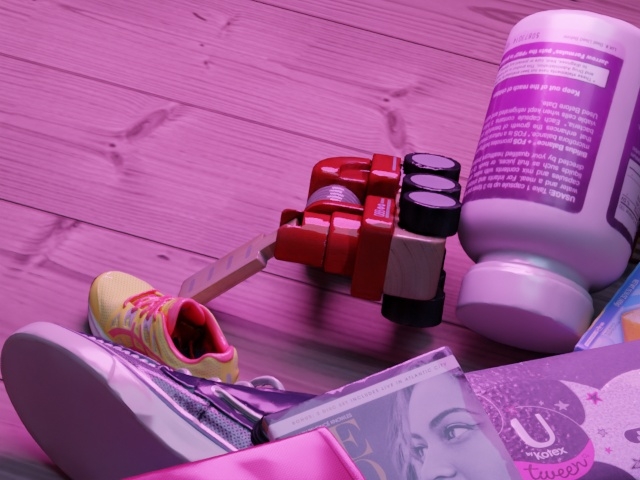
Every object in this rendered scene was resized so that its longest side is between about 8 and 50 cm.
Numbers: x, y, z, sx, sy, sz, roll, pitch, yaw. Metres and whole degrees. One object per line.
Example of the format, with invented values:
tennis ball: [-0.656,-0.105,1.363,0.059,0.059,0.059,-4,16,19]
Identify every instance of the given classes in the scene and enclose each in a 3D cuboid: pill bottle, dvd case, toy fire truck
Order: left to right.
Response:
toy fire truck: [0.000,0.000,1.895,0.246,0.158,0.217,10,18,1]
dvd case: [0.075,0.198,1.524,0.164,0.018,0.221,-20,61,-17]
pill bottle: [0.225,-0.053,1.906,0.169,0.169,0.301,16,72,5]

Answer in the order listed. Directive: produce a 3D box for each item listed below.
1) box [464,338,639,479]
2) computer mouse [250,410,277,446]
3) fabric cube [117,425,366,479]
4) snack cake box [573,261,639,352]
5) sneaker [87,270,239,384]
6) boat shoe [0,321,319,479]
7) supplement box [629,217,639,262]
box: [0.202,0.198,1.676,0.247,0.142,0.163,-9,41,-25]
computer mouse: [-0.074,0.207,1.520,0.193,0.042,0.106,-25,65,-39]
fabric cube: [-0.069,0.315,1.275,0.258,0.259,0.254,-12,41,-25]
snack cake box: [0.349,0.098,1.895,0.152,0.089,0.264,25,38,18]
sneaker: [-0.133,0.078,1.784,0.081,0.094,0.208,-22,47,-35]
boat shoe: [-0.098,0.160,1.676,0.340,0.127,0.158,36,38,15]
supplement box: [0.310,-0.046,2.061,0.188,0.104,0.081,15,37,4]
